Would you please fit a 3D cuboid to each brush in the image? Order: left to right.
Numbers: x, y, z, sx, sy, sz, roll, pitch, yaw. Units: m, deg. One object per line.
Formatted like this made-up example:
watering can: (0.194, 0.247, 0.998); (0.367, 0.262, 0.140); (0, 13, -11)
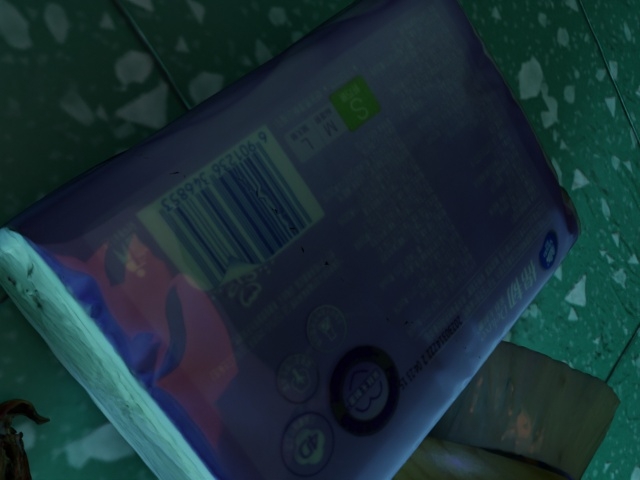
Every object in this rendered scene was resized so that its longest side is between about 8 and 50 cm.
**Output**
brush: (0.098, 0.169, 0.534); (0.267, 0.174, 0.166); (21, 56, -11)

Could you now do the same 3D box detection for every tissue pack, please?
tissue pack: (0.000, 0.000, 0.455); (0.338, 0.160, 0.242); (-41, 107, -31)

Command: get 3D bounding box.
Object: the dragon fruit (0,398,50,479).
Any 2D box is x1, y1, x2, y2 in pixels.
dragon fruit: (-0.183, 0.183, 0.364); (0.094, 0.094, 0.190); (35, 57, -30)
